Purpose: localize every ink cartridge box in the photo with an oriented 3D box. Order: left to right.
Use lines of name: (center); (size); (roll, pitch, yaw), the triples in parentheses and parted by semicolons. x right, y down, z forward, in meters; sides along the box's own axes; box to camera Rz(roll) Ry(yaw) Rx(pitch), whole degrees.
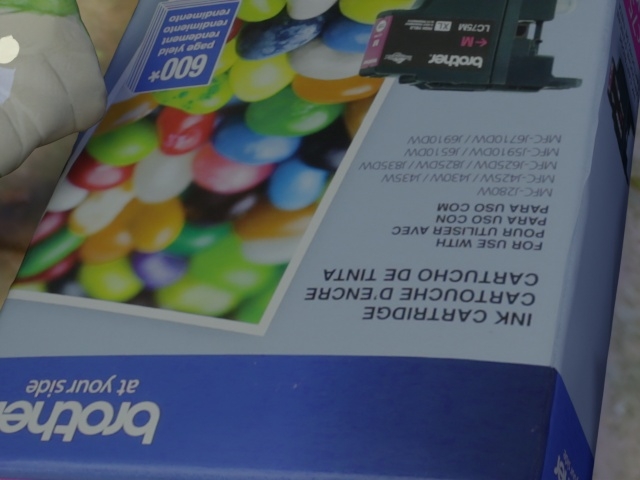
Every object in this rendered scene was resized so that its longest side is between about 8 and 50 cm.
ink cartridge box: (0.000, 0.000, 0.447); (0.185, 0.065, 0.311); (-1, 53, 22)

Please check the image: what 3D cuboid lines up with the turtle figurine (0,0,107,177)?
turtle figurine: (-0.216, -0.028, 0.385); (0.275, 0.198, 0.266); (45, 56, 6)
